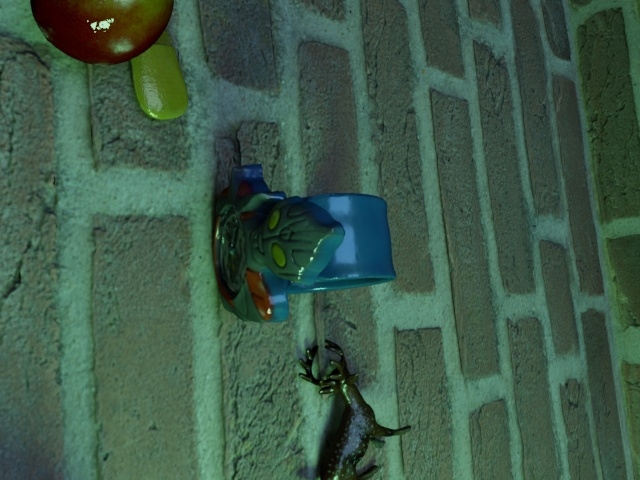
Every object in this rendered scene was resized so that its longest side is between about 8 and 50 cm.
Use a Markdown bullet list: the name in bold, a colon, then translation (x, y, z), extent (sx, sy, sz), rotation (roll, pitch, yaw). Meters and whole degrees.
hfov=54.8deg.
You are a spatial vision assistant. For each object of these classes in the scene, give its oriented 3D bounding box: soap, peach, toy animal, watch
- **soap**: translation (-0.257, -0.269, 0.958), extent (0.089, 0.033, 0.168), rotation (-18, 92, -45)
- **peach**: translation (-0.300, -0.328, 0.836), extent (0.197, 0.197, 0.197), rotation (10, 75, -40)
- **toy animal**: translation (0.051, 0.324, 1.078), extent (0.260, 0.087, 0.243), rotation (37, 57, -34)
- **watch**: translation (0.000, 0.000, 0.952), extent (0.274, 0.305, 0.241), rotation (1, 82, -34)
